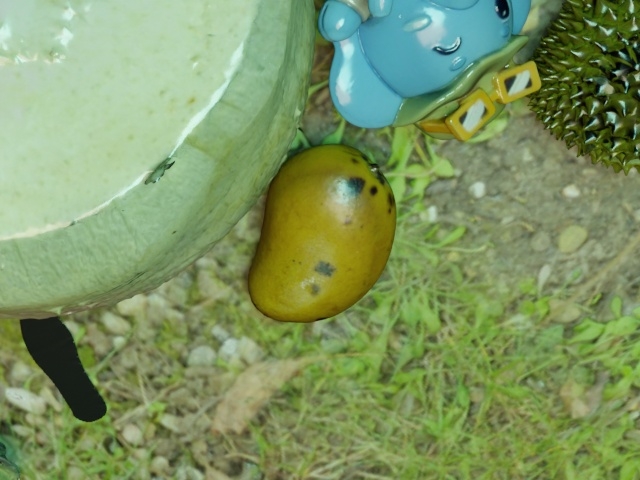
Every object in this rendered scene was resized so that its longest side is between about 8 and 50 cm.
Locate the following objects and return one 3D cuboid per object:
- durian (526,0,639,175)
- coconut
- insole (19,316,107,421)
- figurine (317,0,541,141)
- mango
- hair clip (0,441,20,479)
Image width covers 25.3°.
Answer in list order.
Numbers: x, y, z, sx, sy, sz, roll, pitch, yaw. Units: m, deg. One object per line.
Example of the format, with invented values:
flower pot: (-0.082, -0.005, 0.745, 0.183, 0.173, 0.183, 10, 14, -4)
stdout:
durian: (0.283, -0.152, 1.137, 0.193, 0.138, 0.237, 24, 112, -14)
coconut: (-0.191, -0.140, 1.014, 0.404, 0.405, 0.405, -1, 116, -2)
insole: (-0.237, 0.114, 1.317, 0.045, 0.002, 0.135, -22, 115, 9)
figurine: (0.061, -0.192, 1.094, 0.153, 0.180, 0.262, -18, 126, 39)
mango: (0.003, 0.000, 1.225, 0.115, 0.090, 0.178, 17, 118, 3)
hair clip: (-0.441, 0.194, 1.303, 0.321, 0.091, 0.138, 19, 106, -25)
